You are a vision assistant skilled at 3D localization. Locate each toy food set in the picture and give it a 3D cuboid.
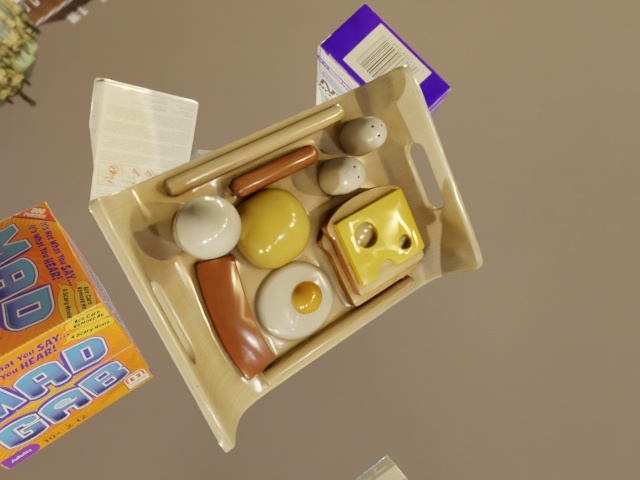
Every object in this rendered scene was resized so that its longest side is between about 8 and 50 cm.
[{"bbox_3d":[0.000,0.000,0.405,0.306,0.220,0.092,-29,-167,-22],"label":"toy food set"}]

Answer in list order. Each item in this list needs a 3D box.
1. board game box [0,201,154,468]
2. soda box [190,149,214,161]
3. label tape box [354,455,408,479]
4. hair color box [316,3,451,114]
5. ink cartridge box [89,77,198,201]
[{"bbox_3d":[-0.666,0.210,1.048,0.356,0.356,0.356,-32,-123,-22],"label":"board game box"},{"bbox_3d":[-0.202,-0.058,1.016,0.098,0.091,0.286,-37,-97,23],"label":"soda box"},{"bbox_3d":[0.157,0.676,0.959,0.249,0.115,0.347,-23,-138,-26],"label":"label tape box"},{"bbox_3d":[0.088,-0.235,0.830,0.110,0.339,0.185,-44,-93,-3],"label":"hair color box"},{"bbox_3d":[-0.341,-0.173,0.878,0.056,0.180,0.225,27,-72,45],"label":"ink cartridge box"}]
